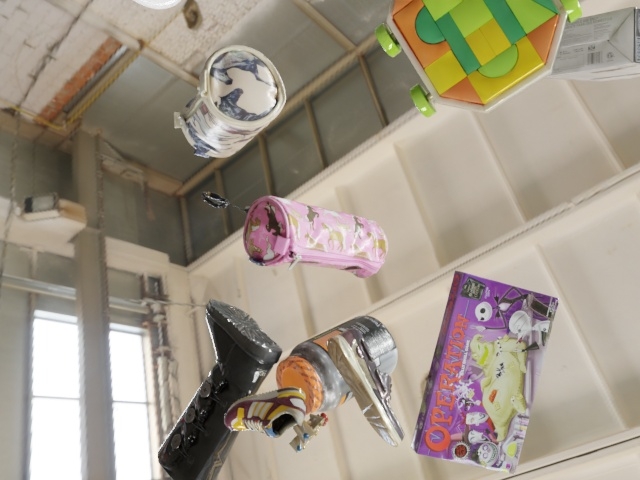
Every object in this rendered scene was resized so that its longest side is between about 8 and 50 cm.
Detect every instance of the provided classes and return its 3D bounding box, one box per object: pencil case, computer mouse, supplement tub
[{"bbox_3d":[-0.204,-0.282,1.225,0.410,0.183,0.160,177,-97,-71],"label":"pencil case"},{"bbox_3d":[-0.193,-0.091,1.446,0.241,0.071,0.041,17,-66,11],"label":"computer mouse"},{"bbox_3d":[0.045,0.338,1.551,0.193,0.315,0.194,19,-63,43],"label":"supplement tub"},{"bbox_3d":[0.000,0.000,1.359,0.160,0.386,0.167,-13,-104,40],"label":"pencil case"}]

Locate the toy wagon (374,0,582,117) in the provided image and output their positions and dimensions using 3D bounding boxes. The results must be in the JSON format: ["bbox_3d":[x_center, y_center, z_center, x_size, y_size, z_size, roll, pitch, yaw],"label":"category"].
[{"bbox_3d":[0.212,-0.370,0.880,0.267,0.068,0.345,-32,-96,23],"label":"toy wagon"}]

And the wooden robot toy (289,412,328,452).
[{"bbox_3d":[-0.038,0.374,1.182,0.079,0.076,0.173,44,-31,17],"label":"wooden robot toy"}]

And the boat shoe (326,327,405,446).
[{"bbox_3d":[0.121,0.333,1.315,0.285,0.092,0.103,58,-24,8],"label":"boat shoe"}]

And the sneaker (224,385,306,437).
[{"bbox_3d":[-0.116,0.355,1.135,0.185,0.070,0.084,-25,-148,17],"label":"sneaker"}]

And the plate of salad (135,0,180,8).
[{"bbox_3d":[-0.264,-0.428,0.808,0.048,0.199,0.200,-6,-109,34],"label":"plate of salad"}]

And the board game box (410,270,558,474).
[{"bbox_3d":[0.313,0.250,1.085,0.056,0.208,0.347,180,-76,-84],"label":"board game box"}]

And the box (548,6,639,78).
[{"bbox_3d":[0.531,-0.343,1.028,0.169,0.289,0.087,6,-77,48],"label":"box"}]

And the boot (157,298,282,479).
[{"bbox_3d":[-0.317,0.426,1.615,0.367,0.146,0.446,32,-83,56],"label":"boot"}]
